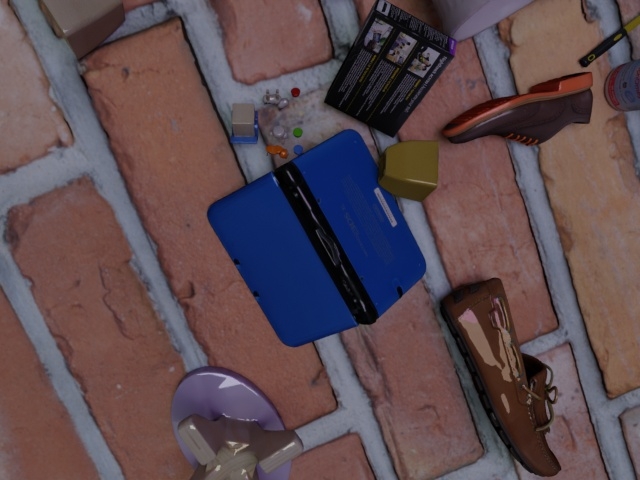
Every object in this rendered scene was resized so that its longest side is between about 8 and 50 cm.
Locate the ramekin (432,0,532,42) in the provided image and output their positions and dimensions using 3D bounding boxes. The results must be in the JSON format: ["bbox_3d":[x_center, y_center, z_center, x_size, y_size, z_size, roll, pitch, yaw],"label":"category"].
[{"bbox_3d":[0.274,-0.420,0.703,0.277,0.277,0.135,-29,94,-2],"label":"ramekin"}]

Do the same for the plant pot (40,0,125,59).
[{"bbox_3d":[-0.349,-0.350,0.721,0.096,0.109,0.109,-33,101,-13],"label":"plant pot"}]

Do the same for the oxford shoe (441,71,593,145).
[{"bbox_3d":[0.339,-0.199,0.831,0.272,0.097,0.098,-19,106,-4],"label":"oxford shoe"}]

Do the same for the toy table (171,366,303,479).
[{"bbox_3d":[-0.150,0.360,0.821,0.252,0.161,0.274,-43,102,1],"label":"toy table"}]

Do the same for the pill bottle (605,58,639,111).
[{"bbox_3d":[0.559,-0.263,0.812,0.087,0.160,0.087,-1,98,-7],"label":"pill bottle"}]

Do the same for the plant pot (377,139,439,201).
[{"bbox_3d":[0.140,-0.118,0.812,0.083,0.081,0.081,7,75,-7],"label":"plant pot"}]

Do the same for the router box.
[{"bbox_3d":[0.101,-0.256,0.759,0.133,0.179,0.046,25,52,-10],"label":"router box"}]

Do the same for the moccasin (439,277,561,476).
[{"bbox_3d":[0.349,0.246,0.885,0.147,0.139,0.380,-24,91,6],"label":"moccasin"}]

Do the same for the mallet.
[{"bbox_3d":[0.541,-0.362,0.861,0.062,0.039,0.189,44,95,-8],"label":"mallet"}]

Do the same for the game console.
[{"bbox_3d":[0.000,0.000,0.852,0.250,0.173,0.293,-36,103,-32],"label":"game console"}]

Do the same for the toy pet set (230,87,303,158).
[{"bbox_3d":[-0.087,-0.176,0.792,0.114,0.065,0.122,0,68,-4],"label":"toy pet set"}]
